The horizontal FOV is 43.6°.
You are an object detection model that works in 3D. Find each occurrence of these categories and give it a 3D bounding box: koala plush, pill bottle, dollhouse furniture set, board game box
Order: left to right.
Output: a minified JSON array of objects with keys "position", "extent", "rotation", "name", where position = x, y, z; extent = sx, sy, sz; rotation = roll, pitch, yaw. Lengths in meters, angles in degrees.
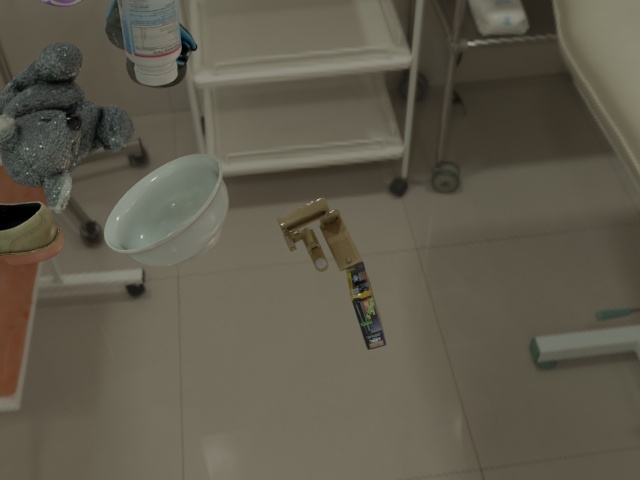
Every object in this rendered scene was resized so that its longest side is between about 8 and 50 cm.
[{"position":[-0.412,-0.148,1.189],"extent":[0.203,0.196,0.221],"rotation":[-30,31,11],"name":"koala plush"},{"position":[-0.256,-0.321,1.208],"extent":[0.087,0.160,0.087],"rotation":[1,40,-1],"name":"pill bottle"},{"position":[0.000,0.000,1.782],"extent":[0.144,0.151,0.123],"rotation":[-24,69,-3],"name":"dollhouse furniture set"},{"position":[0.103,0.145,1.812],"extent":[0.048,0.141,0.170],"rotation":[-18,21,5],"name":"board game box"}]

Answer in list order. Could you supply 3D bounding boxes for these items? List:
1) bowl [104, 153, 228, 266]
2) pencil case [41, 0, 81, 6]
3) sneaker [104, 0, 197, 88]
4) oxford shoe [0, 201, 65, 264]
[{"position":[-0.309,-0.042,1.731],"extent":[0.297,0.134,0.298],"rotation":[-21,37,16],"name":"bowl"},{"position":[-0.334,-0.397,1.004],"extent":[0.088,0.206,0.086],"rotation":[16,48,-1],"name":"pencil case"},{"position":[-0.319,-0.374,1.617],"extent":[0.139,0.341,0.125],"rotation":[23,86,7],"name":"sneaker"},{"position":[-0.779,-0.020,1.759],"extent":[0.396,0.147,0.141],"rotation":[-11,50,-9],"name":"oxford shoe"}]
